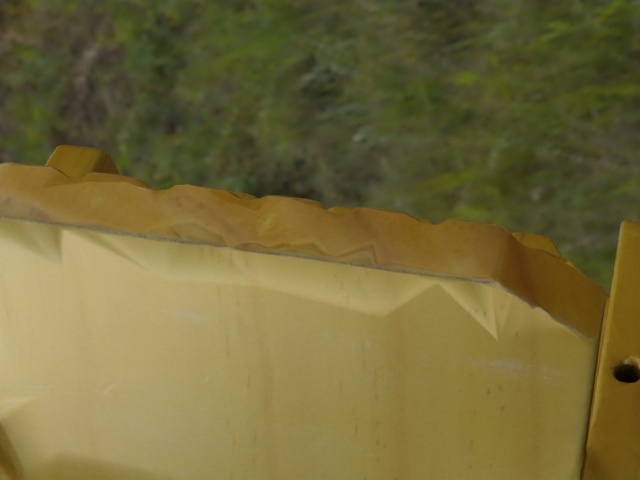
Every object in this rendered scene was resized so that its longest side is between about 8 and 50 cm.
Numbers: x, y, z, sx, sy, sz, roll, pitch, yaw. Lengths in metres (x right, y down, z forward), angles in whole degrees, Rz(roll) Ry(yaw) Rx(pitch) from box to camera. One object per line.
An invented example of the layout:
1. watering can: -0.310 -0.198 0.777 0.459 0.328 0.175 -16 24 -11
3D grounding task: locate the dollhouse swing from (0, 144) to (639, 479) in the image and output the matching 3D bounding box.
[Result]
1. dollhouse swing: 0.000 0.000 0.969 0.346 0.315 0.305 8 135 10
